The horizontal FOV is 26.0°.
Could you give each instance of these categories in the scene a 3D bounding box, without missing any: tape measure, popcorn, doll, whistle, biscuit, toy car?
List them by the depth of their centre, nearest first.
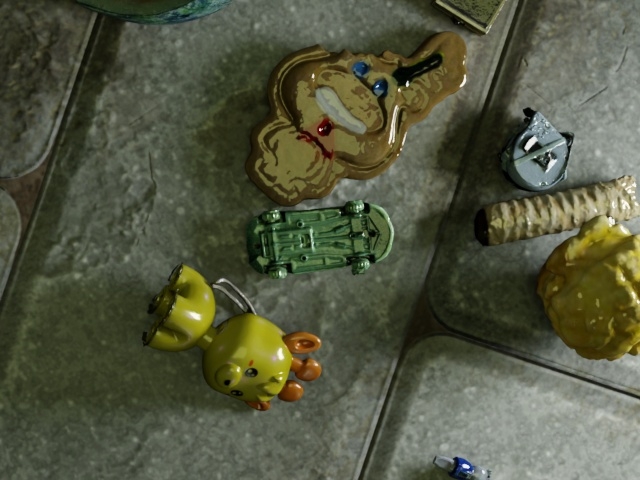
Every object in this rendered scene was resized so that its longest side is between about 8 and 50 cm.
[{"bbox_3d":[-0.107,0.131,1.707,0.221,0.135,0.143,28,121,-12],"label":"doll"},{"bbox_3d":[0.358,0.060,1.730,0.180,0.180,0.170,4,56,-7],"label":"popcorn"},{"bbox_3d":[0.000,0.000,1.737,0.186,0.058,0.093,-6,93,6],"label":"toy car"},{"bbox_3d":[0.044,-0.169,1.746,0.319,0.047,0.183,-22,97,-7],"label":"biscuit"},{"bbox_3d":[0.276,-0.109,1.767,0.091,0.054,0.094,30,79,-8],"label":"tape measure"},{"bbox_3d":[0.304,-0.038,1.772,0.219,0.055,0.061,-10,82,-6],"label":"biscuit"},{"bbox_3d":[0.182,0.297,1.782,0.083,0.029,0.033,23,105,-14],"label":"whistle"}]

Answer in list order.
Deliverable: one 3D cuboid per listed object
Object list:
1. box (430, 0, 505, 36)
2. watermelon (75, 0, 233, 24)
[{"bbox_3d":[0.193,-0.311,1.760,0.079,0.035,0.083,30,88,-7],"label":"box"},{"bbox_3d":[-0.155,-0.378,1.692,0.318,0.148,0.226,-32,77,9],"label":"watermelon"}]
